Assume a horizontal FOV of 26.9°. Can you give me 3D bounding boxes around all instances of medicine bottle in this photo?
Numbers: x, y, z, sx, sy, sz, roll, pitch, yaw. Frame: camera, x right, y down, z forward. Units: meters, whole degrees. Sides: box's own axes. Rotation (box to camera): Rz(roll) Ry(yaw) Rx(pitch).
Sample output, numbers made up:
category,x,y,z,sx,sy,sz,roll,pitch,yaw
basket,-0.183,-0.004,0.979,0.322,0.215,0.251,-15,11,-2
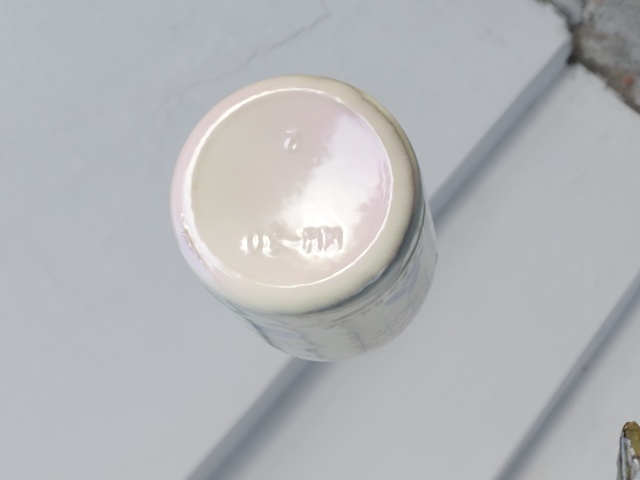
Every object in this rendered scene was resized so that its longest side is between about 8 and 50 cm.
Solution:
category,x,y,z,sx,sy,sz,roll,pitch,yaw
medicine bottle,0.000,0.000,0.986,0.170,0.170,0.293,34,174,13

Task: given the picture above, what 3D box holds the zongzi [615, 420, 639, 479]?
category,x,y,z,sx,sy,sz,roll,pitch,yaw
zongzi,0.124,0.247,0.595,0.241,0.248,0.111,51,170,-2
